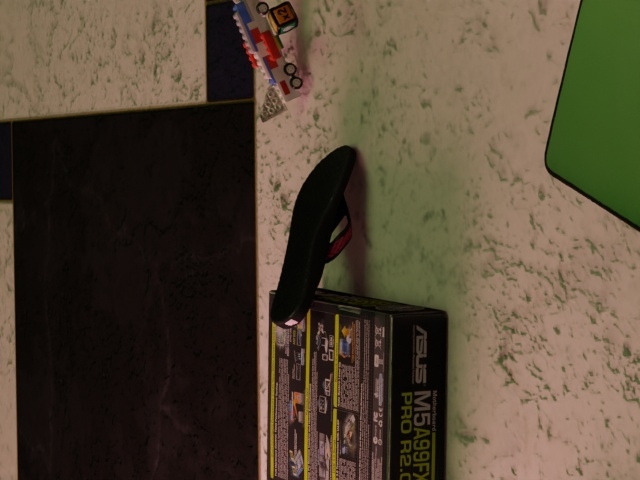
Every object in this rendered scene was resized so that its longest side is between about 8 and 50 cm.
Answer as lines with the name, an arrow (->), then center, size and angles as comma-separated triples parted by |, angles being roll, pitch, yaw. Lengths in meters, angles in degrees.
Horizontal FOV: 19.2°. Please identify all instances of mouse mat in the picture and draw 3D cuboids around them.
mouse mat -> 0.225, -0.113, 1.379 | 0.152, 0.007, 0.189 | 40, 124, 52

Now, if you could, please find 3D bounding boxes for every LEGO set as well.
LEGO set -> -0.080, -0.234, 1.773 | 0.244, 0.060, 0.182 | 56, 168, 41

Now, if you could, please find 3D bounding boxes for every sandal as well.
sandal -> 0.000, 0.000, 1.701 | 0.067, 0.040, 0.179 | -13, 57, 57

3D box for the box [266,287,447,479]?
box -> 0.027, 0.185, 1.678 | 0.216, 0.060, 0.270 | 7, 97, 60
